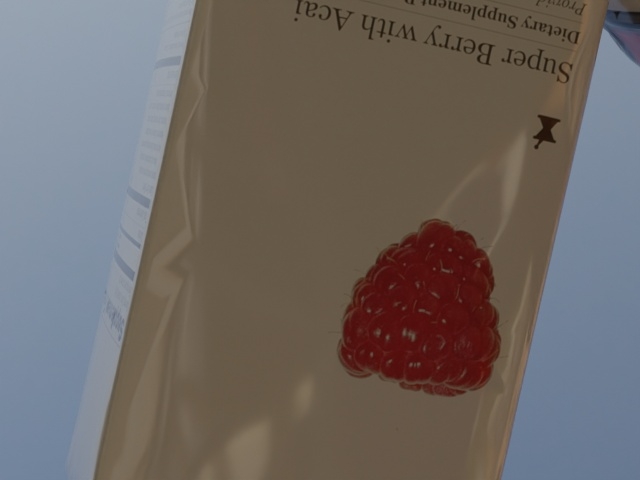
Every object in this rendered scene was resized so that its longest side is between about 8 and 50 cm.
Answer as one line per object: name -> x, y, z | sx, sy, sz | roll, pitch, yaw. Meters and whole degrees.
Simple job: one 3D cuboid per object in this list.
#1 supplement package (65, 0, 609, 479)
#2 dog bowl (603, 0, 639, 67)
supplement package -> 0.000, 0.000, 0.828 | 0.178, 0.175, 0.292 | 11, -88, -11
dog bowl -> 0.282, -0.212, 0.857 | 0.408, 0.408, 0.150 | -21, -72, 17
